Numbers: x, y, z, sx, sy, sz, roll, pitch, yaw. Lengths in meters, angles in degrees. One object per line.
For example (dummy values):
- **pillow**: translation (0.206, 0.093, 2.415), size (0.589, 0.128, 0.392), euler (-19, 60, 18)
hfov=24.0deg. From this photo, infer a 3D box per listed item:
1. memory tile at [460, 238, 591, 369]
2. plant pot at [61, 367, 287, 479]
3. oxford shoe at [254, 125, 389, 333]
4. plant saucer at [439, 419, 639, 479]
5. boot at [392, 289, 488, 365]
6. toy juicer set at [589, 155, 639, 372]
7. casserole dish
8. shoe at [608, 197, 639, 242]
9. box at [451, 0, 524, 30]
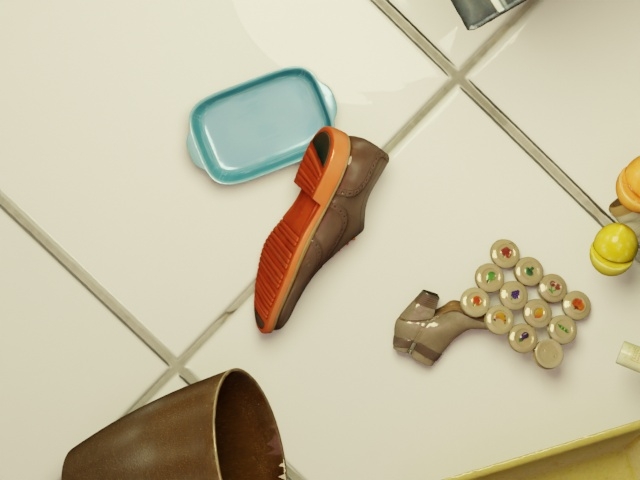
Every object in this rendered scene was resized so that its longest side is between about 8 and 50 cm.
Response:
- **memory tile**: translation (0.251, 0.078, 1.840), size (0.148, 0.012, 0.113), euler (36, 73, -3)
- **plant pot**: translation (-0.186, 0.283, 1.818), size (0.230, 0.215, 0.215), euler (-14, 96, 17)
- **oxford shoe**: translation (0.000, 0.000, 1.821), size (0.098, 0.097, 0.271), euler (15, 112, -27)
- **plant saucer**: translation (0.300, 0.409, 1.866), size (0.333, 0.081, 0.333), euler (-17, 95, 4)
- **boot**: translation (0.150, 0.115, 1.859), size (0.118, 0.042, 0.087), euler (22, 103, 0)
- **toy juicer set**: translation (0.415, 0.051, 1.745), size (0.209, 0.089, 0.329), euler (1, 97, 14)
- **casserole dish**: translation (-0.071, -0.140, 1.833), size (0.188, 0.037, 0.114), euler (-21, 96, 3)
- **shoe**: translation (0.452, -0.075, 1.808), size (0.219, 0.076, 0.058), euler (-33, 94, 13)
- **box**: translation (0.257, -0.554, 1.596), size (0.480, 0.297, 0.472), euler (-30, 97, 20)
